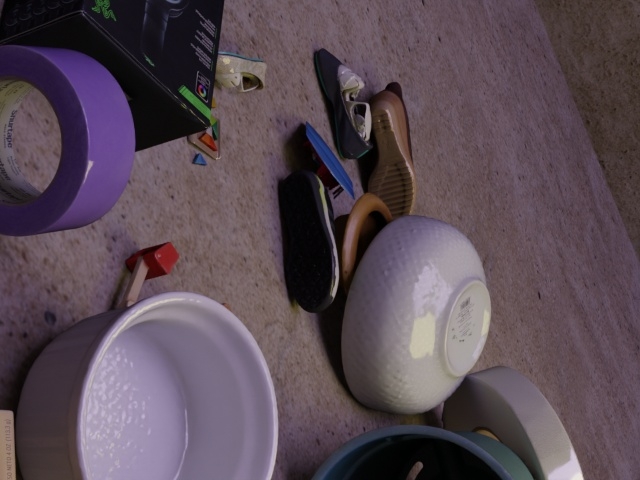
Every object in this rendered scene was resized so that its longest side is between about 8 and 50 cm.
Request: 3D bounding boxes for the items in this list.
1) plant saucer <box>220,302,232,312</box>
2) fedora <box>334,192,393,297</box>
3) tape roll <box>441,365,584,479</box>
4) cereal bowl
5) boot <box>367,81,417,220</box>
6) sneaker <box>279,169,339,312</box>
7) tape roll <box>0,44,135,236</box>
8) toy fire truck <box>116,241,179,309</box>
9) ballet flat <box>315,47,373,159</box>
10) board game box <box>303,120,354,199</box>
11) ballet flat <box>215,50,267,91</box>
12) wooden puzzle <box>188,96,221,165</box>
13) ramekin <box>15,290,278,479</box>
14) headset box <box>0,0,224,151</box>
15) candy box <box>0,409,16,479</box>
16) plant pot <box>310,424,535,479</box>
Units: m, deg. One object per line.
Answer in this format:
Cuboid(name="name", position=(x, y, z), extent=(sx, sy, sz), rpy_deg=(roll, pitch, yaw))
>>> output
Cuboid(name="plant saucer", position=(-0.129, 0.178, 1.453), extent=(0.200, 0.037, 0.199), rpy_deg=(-4, 90, -87))
Cuboid(name="fedora", position=(0.056, 0.019, 1.906), extent=(0.194, 0.079, 0.194), rpy_deg=(-10, 101, -59))
Cuboid(name="tape roll", position=(0.327, 0.409, 2.002), extent=(0.392, 0.072, 0.391), rpy_deg=(167, -90, -72))
Cuboid(name="cereal bowl", position=(0.181, 0.131, 1.915), extent=(0.339, 0.141, 0.338), rpy_deg=(-24, 120, -51))
Cuboid(name="boot", position=(0.141, -0.161, 2.169), extent=(0.207, 0.090, 0.248), rpy_deg=(-56, 141, -69))
Cuboid(name="sneaker", position=(0.000, 0.000, 1.811), extent=(0.097, 0.084, 0.234), rpy_deg=(26, 55, -59))
Cuboid(name="tape roll", position=(-0.286, -0.100, 1.174), extent=(0.080, 0.189, 0.188), rpy_deg=(-14, 90, -65))
Cuboid(name="toy fire truck", position=(-0.206, 0.104, 1.394), extent=(0.135, 0.047, 0.192), rpy_deg=(63, 30, -23))
Cuboid(name="ballet flat", position=(0.049, -0.244, 2.044), extent=(0.074, 0.074, 0.203), rpy_deg=(-14, 90, -64))
Cuboid(name="board game box", position=(0.003, -0.124, 1.907), extent=(0.133, 0.033, 0.168), rpy_deg=(53, 10, -15))
Cuboid(name="ballet flat", position=(-0.123, -0.246, 1.723), extent=(0.168, 0.057, 0.052), rpy_deg=(-7, 94, -63))
Cuboid(name="wooden puzzle", position=(-0.161, -0.157, 1.647), extent=(0.078, 0.014, 0.116), rpy_deg=(21, 60, -59))
Cuboid(name="ramekin", position=(-0.185, 0.197, 1.235), extent=(0.277, 0.135, 0.277), rpy_deg=(12, 73, -48))
Cuboid(name="headset box", position=(-0.242, -0.278, 1.413), extent=(0.246, 0.131, 0.283), rpy_deg=(44, 41, -47))
Cuboid(name="candy box", position=(-0.343, 0.299, 0.982), extent=(0.183, 0.088, 0.316), rpy_deg=(21, 60, -59))
Cuboid(name="plant pot", position=(0.179, 0.426, 1.722), extent=(0.334, 0.341, 0.341), rpy_deg=(9, 70, -70))
